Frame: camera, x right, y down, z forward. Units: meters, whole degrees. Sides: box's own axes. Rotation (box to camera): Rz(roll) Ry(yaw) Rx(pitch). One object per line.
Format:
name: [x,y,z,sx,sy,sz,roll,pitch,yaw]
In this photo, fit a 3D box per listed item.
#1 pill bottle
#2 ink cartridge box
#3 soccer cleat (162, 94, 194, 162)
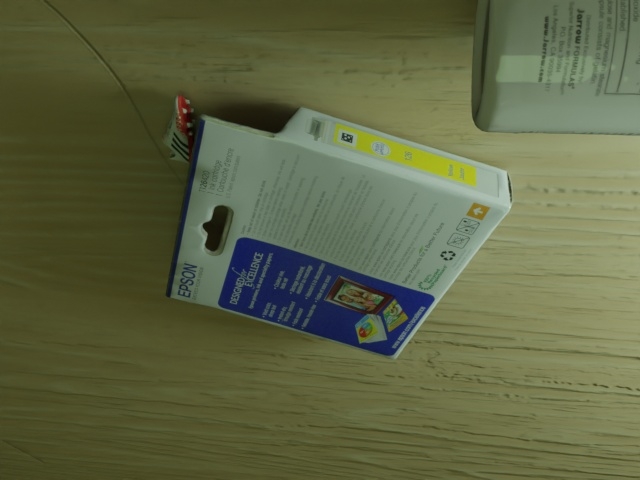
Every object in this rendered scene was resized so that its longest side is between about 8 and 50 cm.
pill bottle: [0.233,-0.143,0.473,0.229,0.131,0.131,3,137,7]
ink cartridge box: [0.000,0.000,0.721,0.307,0.072,0.303,18,138,-6]
soccer cleat: [-0.144,-0.111,0.652,0.036,0.029,0.083,2,142,2]
